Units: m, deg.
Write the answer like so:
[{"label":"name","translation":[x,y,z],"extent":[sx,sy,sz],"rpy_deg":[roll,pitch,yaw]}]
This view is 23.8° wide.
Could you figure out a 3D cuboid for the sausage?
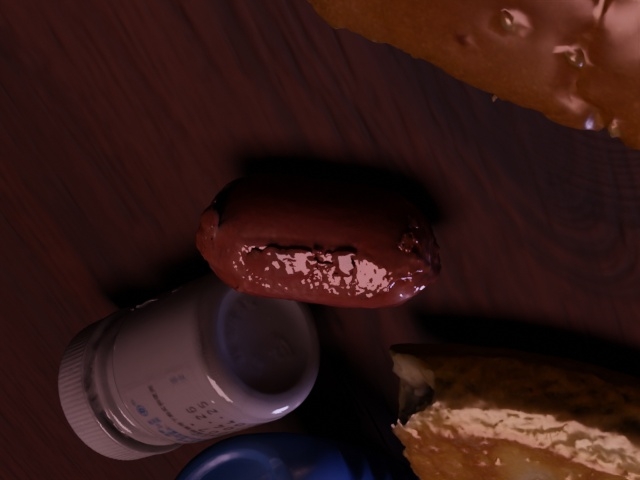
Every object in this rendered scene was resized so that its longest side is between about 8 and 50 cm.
[{"label":"sausage","translation":[0.000,0.000,0.865],"extent":[0.141,0.076,0.076],"rpy_deg":[10,145,18]}]

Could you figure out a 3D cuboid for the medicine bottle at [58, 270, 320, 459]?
[{"label":"medicine bottle","translation":[-0.087,0.082,1.001],"extent":[0.105,0.105,0.168],"rpy_deg":[39,142,-25]}]

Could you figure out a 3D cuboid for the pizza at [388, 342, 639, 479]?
[{"label":"pizza","translation":[0.203,0.151,0.960],"extent":[0.268,0.087,0.258],"rpy_deg":[-3,139,30]}]

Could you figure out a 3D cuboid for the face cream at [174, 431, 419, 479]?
[{"label":"face cream","translation":[-0.004,0.200,1.075],"extent":[0.149,0.083,0.264],"rpy_deg":[-35,152,16]}]

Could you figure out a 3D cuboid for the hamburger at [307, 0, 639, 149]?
[{"label":"hamburger","translation":[0.099,-0.130,0.566],"extent":[0.283,0.144,0.156],"rpy_deg":[20,146,5]}]
